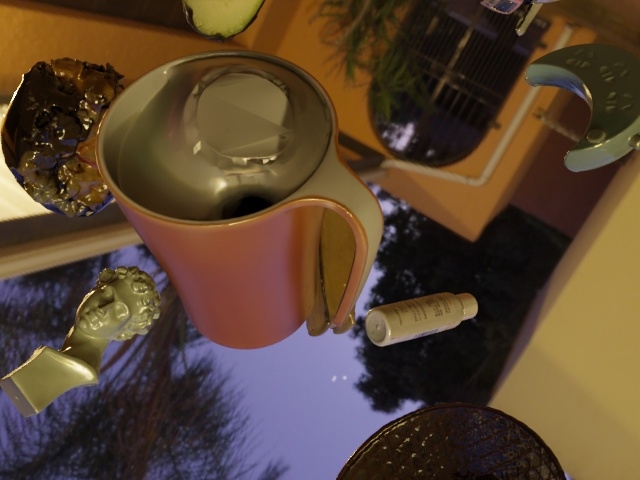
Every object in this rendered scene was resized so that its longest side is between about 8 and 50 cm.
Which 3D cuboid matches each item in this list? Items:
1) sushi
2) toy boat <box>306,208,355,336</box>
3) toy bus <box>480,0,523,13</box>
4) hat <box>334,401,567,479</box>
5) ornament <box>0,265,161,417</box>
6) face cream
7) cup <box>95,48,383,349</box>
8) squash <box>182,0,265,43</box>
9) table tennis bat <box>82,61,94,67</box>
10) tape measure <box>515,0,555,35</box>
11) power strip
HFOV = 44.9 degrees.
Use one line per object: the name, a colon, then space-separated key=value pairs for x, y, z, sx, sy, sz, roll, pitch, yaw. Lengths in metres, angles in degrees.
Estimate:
sushi: x=-0.341 y=-0.150 z=1.087 sx=0.204 sy=0.200 sz=0.213 roll=45 pitch=172 yaw=38
toy boat: x=0.000 y=0.000 z=1.280 sx=0.089 sy=0.320 sz=0.121 roll=-6 pitch=-178 yaw=-29
toy bus: x=0.235 y=-0.336 z=0.942 sx=0.052 sy=0.130 sz=0.037 roll=25 pitch=160 yaw=-13
hat: x=0.096 y=0.218 z=0.552 sx=0.082 sy=0.193 sz=0.193 roll=51 pitch=-179 yaw=-37
ornament: x=-0.367 y=0.160 z=1.219 sx=0.120 sy=0.285 sz=0.130 roll=47 pitch=159 yaw=-17
face cream: x=0.219 y=0.157 z=1.615 sx=0.269 sy=0.081 sz=0.082 roll=-8 pitch=-144 yaw=-34
cup: x=-0.054 y=-0.014 z=0.656 sx=0.226 sy=0.264 sz=0.182 roll=26 pitch=-121 yaw=20
squash: x=-0.214 y=-0.492 z=1.526 sx=0.085 sy=0.184 sz=0.192 roll=25 pitch=172 yaw=45
table tennis bat: x=-0.477 y=-0.320 z=1.522 sx=0.201 sy=0.033 sz=0.124 roll=21 pitch=-141 yaw=38
tape measure: x=0.300 y=-0.395 z=1.032 sx=0.105 sy=0.196 sz=0.178 roll=35 pitch=-151 yaw=-51
power strip: x=0.416 y=-0.205 z=1.162 sx=0.054 sy=0.168 sz=0.253 roll=51 pitch=-160 yaw=-46
